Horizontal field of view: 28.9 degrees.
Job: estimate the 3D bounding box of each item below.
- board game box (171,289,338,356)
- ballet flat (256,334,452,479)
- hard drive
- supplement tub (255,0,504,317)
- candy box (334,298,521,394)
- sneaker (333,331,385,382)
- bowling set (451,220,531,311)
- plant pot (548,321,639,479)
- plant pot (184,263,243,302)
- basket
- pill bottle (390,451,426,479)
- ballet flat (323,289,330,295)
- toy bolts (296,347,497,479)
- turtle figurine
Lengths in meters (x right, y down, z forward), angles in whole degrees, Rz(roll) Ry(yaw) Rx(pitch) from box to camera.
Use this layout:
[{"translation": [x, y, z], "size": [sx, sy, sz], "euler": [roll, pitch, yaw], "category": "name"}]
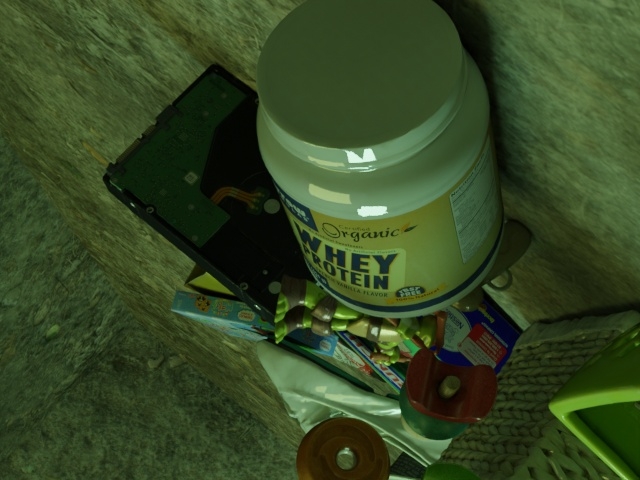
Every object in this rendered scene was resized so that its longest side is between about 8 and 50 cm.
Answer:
[{"translation": [-0.102, 0.128, 1.930], "size": [0.211, 0.039, 0.160], "euler": [9, 167, 36], "category": "board game box"}, {"translation": [0.061, 0.260, 1.774], "size": [0.400, 0.139, 0.139], "euler": [21, 157, 20], "category": "ballet flat"}, {"translation": [-0.101, -0.063, 1.703], "size": [0.339, 0.237, 0.064], "euler": [37, 163, 18], "category": "hard drive"}, {"translation": [0.063, -0.084, 1.261], "size": [0.228, 0.228, 0.316], "euler": [35, 162, 28], "category": "supplement tub"}, {"translation": [0.156, 0.145, 1.825], "size": [0.268, 0.122, 0.317], "euler": [44, 166, -8], "category": "candy box"}, {"translation": [0.032, 0.143, 2.187], "size": [0.145, 0.090, 0.270], "euler": [20, 155, 49], "category": "sneaker"}, {"translation": [0.104, 0.002, 1.519], "size": [0.287, 0.154, 0.200], "euler": [39, 164, 17], "category": "bowling set"}, {"translation": [0.379, 0.140, 1.109], "size": [0.228, 0.207, 0.227], "euler": [44, 164, 0], "category": "plant pot"}, {"translation": [-0.065, 0.018, 1.920], "size": [0.187, 0.212, 0.212], "euler": [31, 166, -9], "category": "plant pot"}, {"translation": [0.344, 0.291, 1.492], "size": [0.328, 0.266, 0.331], "euler": [43, 166, -4], "category": "basket"}, {"translation": [0.194, 0.448, 2.077], "size": [0.210, 0.363, 0.210], "euler": [40, 164, 14], "category": "pill bottle"}, {"translation": [0.000, 0.000, 1.747], "size": [0.058, 0.084, 0.250], "euler": [18, -138, -41], "category": "ballet flat"}, {"translation": [0.087, 0.237, 1.384], "size": [0.218, 0.228, 0.158], "euler": [20, 155, 1], "category": "toy bolts"}, {"translation": [0.057, 0.090, 1.466], "size": [0.217, 0.087, 0.269], "euler": [10, 166, 1], "category": "turtle figurine"}]
